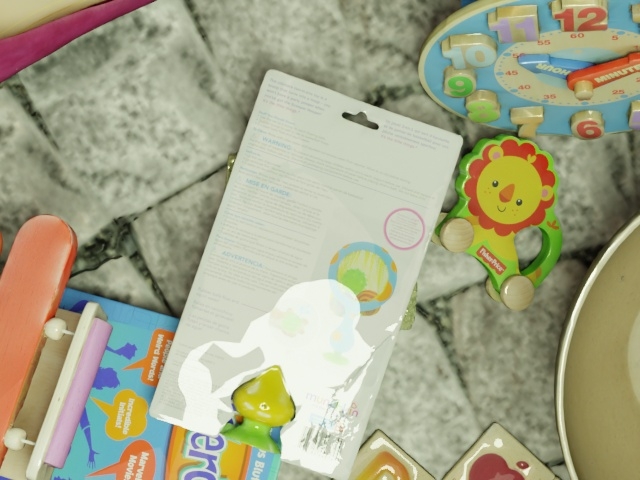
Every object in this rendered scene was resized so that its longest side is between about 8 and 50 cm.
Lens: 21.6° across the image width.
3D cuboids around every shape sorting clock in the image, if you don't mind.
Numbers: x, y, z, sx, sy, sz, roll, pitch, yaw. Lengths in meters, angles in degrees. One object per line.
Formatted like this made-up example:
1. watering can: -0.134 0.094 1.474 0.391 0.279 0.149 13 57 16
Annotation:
1. shape sorting clock: 0.165 -0.108 1.057 0.206 0.206 0.040 3 65 0

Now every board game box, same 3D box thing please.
1. board game box: -0.128 0.127 1.124 0.210 0.047 0.160 15 76 -2

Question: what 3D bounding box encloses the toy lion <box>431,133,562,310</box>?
1. toy lion: 0.127 -0.018 1.133 0.100 0.034 0.096 43 86 -20

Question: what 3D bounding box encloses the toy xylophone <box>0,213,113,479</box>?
1. toy xylophone: -0.285 0.093 1.071 0.322 0.081 0.236 6 74 16

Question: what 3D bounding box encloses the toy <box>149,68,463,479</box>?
1. toy: -0.011 0.024 1.103 0.137 0.056 0.237 19 82 -4

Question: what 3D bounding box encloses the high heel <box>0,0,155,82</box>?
1. high heel: -0.150 -0.194 1.056 0.377 0.181 0.127 -41 93 2

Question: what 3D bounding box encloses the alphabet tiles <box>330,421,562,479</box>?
1. alphabet tiles: 0.072 0.308 1.174 0.285 0.011 0.342 41 93 -2

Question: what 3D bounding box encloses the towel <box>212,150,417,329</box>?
1. towel: 0.000 0.000 1.147 0.148 0.027 0.110 12 93 0

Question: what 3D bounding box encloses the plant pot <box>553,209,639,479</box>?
1. plant pot: 0.280 0.085 1.071 0.284 0.191 0.284 0 93 1
